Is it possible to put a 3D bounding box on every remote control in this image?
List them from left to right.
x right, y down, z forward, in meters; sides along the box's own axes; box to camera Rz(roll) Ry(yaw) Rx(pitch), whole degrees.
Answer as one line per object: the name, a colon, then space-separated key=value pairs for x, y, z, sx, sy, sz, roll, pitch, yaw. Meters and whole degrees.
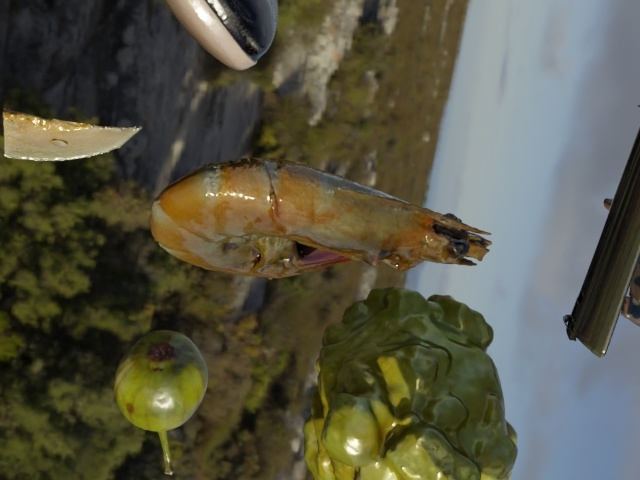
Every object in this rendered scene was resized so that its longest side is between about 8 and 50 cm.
remote control: x=0.099 y=-0.008 z=0.321 sx=0.034 sy=0.016 sz=0.091 roll=-45 pitch=151 yaw=-72

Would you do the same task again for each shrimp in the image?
shrimp: x=0.000 y=0.000 z=0.813 sx=0.152 sy=0.287 sz=0.063 roll=127 pitch=-33 yaw=-48

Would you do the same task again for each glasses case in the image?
glasses case: x=-0.090 y=-0.230 z=0.829 sx=0.122 sy=0.075 sz=0.314 roll=51 pitch=12 yaw=-25

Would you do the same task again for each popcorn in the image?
popcorn: x=0.086 y=0.194 z=1.018 sx=0.242 sy=0.234 sz=0.250 roll=58 pitch=22 yaw=-18

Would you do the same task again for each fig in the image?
fig: x=-0.164 y=0.164 z=0.951 sx=0.093 sy=0.093 sz=0.166 roll=-65 pitch=179 yaw=-63

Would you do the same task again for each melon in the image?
melon: x=-0.342 y=-0.145 z=1.363 sx=0.098 sy=0.182 sz=0.054 roll=129 pitch=-38 yaw=-60

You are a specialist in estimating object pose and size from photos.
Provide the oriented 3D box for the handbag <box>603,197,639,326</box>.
handbag: x=0.524 y=0.020 z=1.416 sx=0.190 sy=0.193 sz=0.252 roll=-34 pitch=-132 yaw=46
